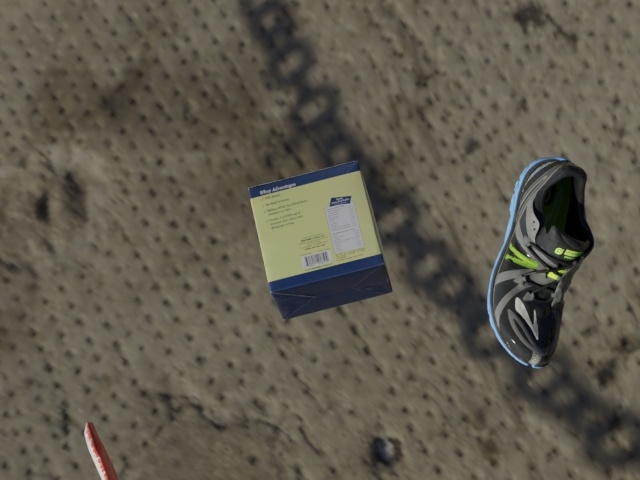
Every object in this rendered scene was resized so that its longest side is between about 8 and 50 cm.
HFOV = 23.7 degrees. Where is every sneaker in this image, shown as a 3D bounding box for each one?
[{"bbox_3d":[0.196,0.018,1.341,0.067,0.078,0.188,12,86,-19],"label":"sneaker"}]

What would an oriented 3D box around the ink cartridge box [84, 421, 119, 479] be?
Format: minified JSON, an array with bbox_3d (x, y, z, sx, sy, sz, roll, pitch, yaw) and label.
[{"bbox_3d":[0.106,0.220,0.285,0.091,0.308,0.385,-29,39,-12],"label":"ink cartridge box"}]

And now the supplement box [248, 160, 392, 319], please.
[{"bbox_3d":[0.000,0.000,1.084,0.083,0.056,0.083,-14,65,2],"label":"supplement box"}]
